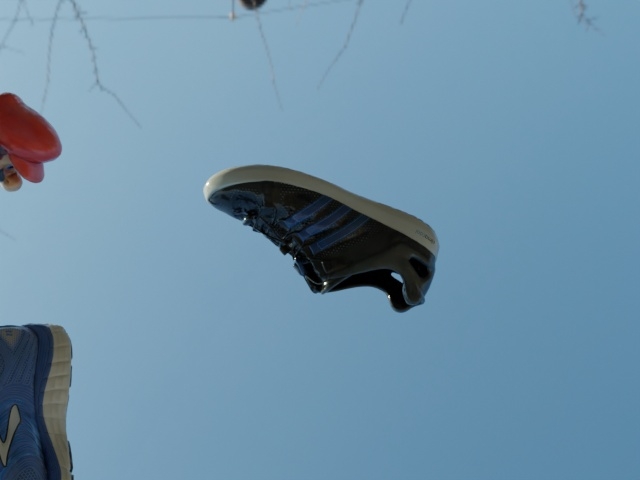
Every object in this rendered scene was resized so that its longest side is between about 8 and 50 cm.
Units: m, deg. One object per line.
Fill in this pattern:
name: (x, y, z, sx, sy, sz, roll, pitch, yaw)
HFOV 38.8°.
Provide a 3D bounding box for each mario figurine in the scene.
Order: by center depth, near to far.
mario figurine: (-0.552, -0.111, 1.401, 0.320, 0.170, 0.198, -8, -120, 7)

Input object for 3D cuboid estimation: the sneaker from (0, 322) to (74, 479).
sneaker: (-0.385, 0.254, 1.095, 0.147, 0.130, 0.330, 9, -125, -30)

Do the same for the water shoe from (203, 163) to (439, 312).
water shoe: (0.000, 0.000, 0.735, 0.203, 0.073, 0.080, 16, -113, -8)
